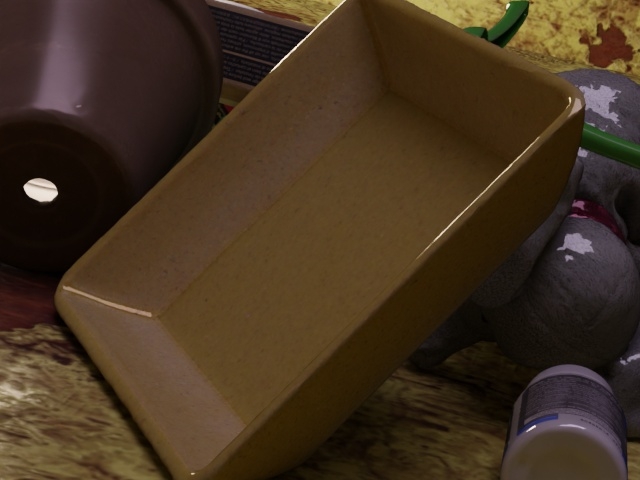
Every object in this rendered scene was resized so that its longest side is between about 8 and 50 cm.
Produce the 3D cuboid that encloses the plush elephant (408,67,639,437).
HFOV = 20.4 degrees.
[{"bbox_3d":[0.169,0.009,1.331,0.330,0.272,0.255,-17,31,47],"label":"plush elephant"}]

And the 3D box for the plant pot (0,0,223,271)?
[{"bbox_3d":[-0.212,-0.094,1.429,0.263,0.263,0.229,10,35,-8],"label":"plant pot"}]

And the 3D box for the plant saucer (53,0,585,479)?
[{"bbox_3d":[0.000,0.000,1.189,0.081,0.333,0.333,47,-3,-31],"label":"plant saucer"}]

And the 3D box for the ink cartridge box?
[{"bbox_3d":[-0.062,-0.147,1.765,0.193,0.088,0.234,18,-13,19],"label":"ink cartridge box"}]

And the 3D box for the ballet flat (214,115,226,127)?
[{"bbox_3d":[-0.034,-0.038,1.541,0.123,0.123,0.348,9,14,-9],"label":"ballet flat"}]

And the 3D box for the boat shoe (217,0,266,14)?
[{"bbox_3d":[-0.172,-0.188,1.919,0.367,0.135,0.156,-2,20,-32],"label":"boat shoe"}]

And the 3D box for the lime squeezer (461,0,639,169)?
[{"bbox_3d":[0.143,-0.103,1.246,0.110,0.058,0.310,12,22,-21],"label":"lime squeezer"}]

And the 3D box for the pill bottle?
[{"bbox_3d":[0.157,0.130,1.136,0.078,0.078,0.137,13,16,6],"label":"pill bottle"}]
